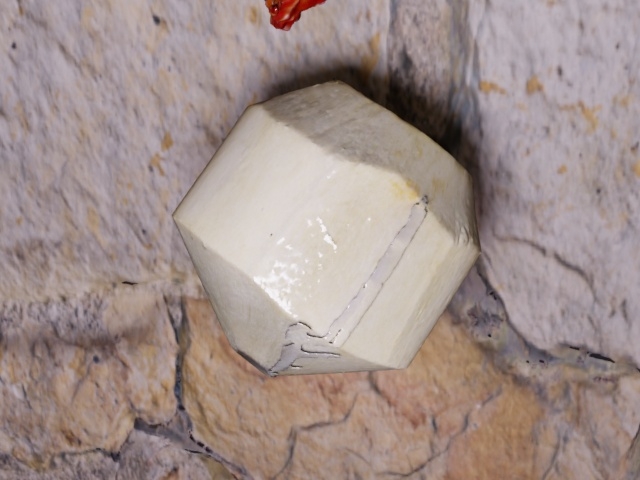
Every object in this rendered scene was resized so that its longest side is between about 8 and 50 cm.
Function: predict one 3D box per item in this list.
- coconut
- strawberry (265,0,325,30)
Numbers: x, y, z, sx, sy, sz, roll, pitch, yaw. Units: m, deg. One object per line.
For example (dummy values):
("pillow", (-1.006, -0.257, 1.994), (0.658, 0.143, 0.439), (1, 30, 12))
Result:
("coconut", (0.000, 0.000, 1.862), (0.323, 0.323, 0.323), (10, 129, 12))
("strawberry", (-0.004, -0.332, 1.731), (0.178, 0.234, 0.234), (-15, 125, -5))
